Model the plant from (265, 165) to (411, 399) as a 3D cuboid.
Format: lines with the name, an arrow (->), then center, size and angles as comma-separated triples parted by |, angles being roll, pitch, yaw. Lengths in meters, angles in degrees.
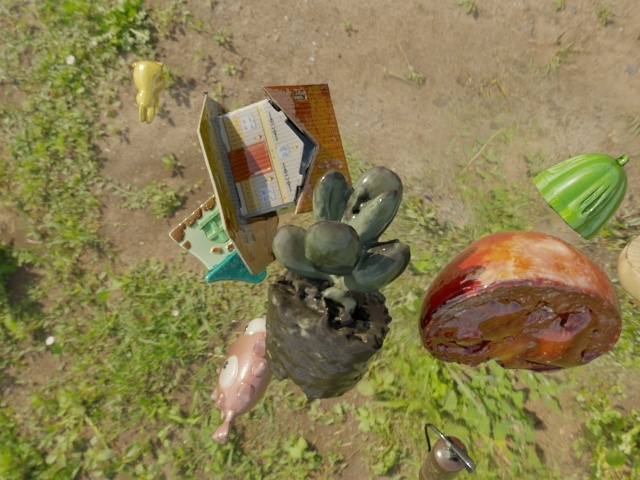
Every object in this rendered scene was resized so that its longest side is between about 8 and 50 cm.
plant -> 0.017, 0.044, 0.623 | 0.149, 0.146, 0.274 | 17, 131, 6

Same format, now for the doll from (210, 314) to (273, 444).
doll -> -0.138, 0.245, 1.030 | 0.093, 0.211, 0.262 | 30, 54, -12

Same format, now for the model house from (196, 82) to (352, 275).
model house -> -0.033, -0.083, 0.685 | 0.136, 0.207, 0.219 | -16, 88, 13

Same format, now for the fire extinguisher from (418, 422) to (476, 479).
fire extinguisher -> 0.154, 0.278, 0.721 | 0.045, 0.157, 0.078 | -29, 60, -19

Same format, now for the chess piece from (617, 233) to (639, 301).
chess piece -> 0.329, 0.028, 0.533 | 0.084, 0.083, 0.038 | 1, 134, 15

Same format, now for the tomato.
tomato -> 0.239, 0.066, 0.700 | 0.233, 0.200, 0.139 | 13, 50, -13

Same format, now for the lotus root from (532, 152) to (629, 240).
lotus root -> 0.569, -0.119, 1.175 | 0.186, 0.186, 0.186 | 0, 90, 15

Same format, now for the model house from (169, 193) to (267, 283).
model house -> -0.141, 0.009, 0.878 | 0.127, 0.100, 0.149 | -43, 95, -10

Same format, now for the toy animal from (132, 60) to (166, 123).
toy animal -> -0.439, -0.369, 1.419 | 0.083, 0.070, 0.159 | 5, 83, -7
